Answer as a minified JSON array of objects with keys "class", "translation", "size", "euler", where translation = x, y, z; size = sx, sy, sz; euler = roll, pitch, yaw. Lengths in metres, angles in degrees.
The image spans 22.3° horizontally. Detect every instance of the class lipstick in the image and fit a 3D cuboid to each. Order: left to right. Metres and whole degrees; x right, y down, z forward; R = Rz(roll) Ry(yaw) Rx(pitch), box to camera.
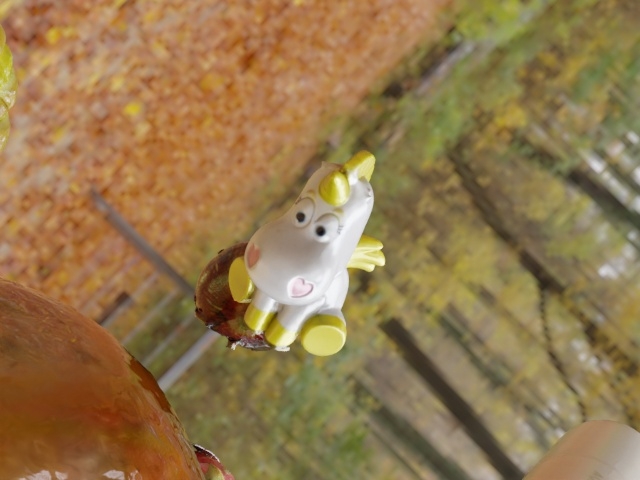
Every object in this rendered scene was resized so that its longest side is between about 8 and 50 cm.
[{"class":"lipstick","translation":[0.157,0.189,1.046],"size":[0.087,0.087,0.327],"euler":[-46,170,18]}]

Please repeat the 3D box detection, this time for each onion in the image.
[{"class":"onion","translation":[-0.065,0.054,1.658],"size":[0.118,0.117,0.118],"euler":[-46,-153,31]}]

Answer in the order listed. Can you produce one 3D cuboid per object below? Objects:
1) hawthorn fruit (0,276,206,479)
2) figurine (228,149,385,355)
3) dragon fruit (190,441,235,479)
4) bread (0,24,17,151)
[{"class":"hawthorn fruit","translation":[-0.221,0.198,0.766],"size":[0.403,0.403,0.403],"euler":[-46,179,-1]},{"class":"figurine","translation":[-0.005,0.003,1.227],"size":[0.129,0.109,0.178],"euler":[-41,157,-23]},{"class":"dragon fruit","translation":[-0.095,0.189,1.140],"size":[0.081,0.086,0.116],"euler":[-42,149,-5]},{"class":"bread","translation":[-0.302,-0.092,1.078],"size":[0.213,0.213,0.105],"euler":[-45,-150,-15]}]
